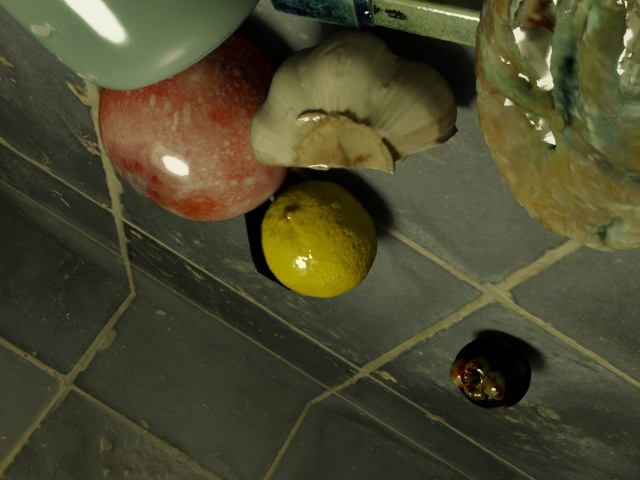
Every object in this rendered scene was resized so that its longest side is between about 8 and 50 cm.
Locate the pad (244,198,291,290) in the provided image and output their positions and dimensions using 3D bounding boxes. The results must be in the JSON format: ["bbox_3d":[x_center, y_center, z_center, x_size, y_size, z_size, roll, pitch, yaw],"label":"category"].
[{"bbox_3d":[-0.129,-0.077,1.126,0.323,0.055,0.250,59,-176,17],"label":"pad"}]

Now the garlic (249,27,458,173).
[{"bbox_3d":[0.028,-0.155,0.724,0.229,0.178,0.143,-11,109,17],"label":"garlic"}]

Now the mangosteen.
[{"bbox_3d":[0.292,0.233,1.157,0.137,0.137,0.151,12,-170,39],"label":"mangosteen"}]

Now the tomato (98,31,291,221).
[{"bbox_3d":[-0.166,-0.147,0.877,0.270,0.227,0.270,31,155,17],"label":"tomato"}]

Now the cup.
[{"bbox_3d":[-0.212,-0.321,0.622,0.274,0.259,0.357,51,-178,-36],"label":"cup"}]

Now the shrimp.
[{"bbox_3d":[0.198,-0.160,0.491,0.221,0.110,0.446,42,159,37],"label":"shrimp"}]

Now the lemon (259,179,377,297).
[{"bbox_3d":[0.000,0.000,1.028,0.178,0.178,0.203,15,164,35],"label":"lemon"}]

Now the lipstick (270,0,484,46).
[{"bbox_3d":[0.094,-0.224,0.631,0.312,0.051,0.051,19,159,21],"label":"lipstick"}]
